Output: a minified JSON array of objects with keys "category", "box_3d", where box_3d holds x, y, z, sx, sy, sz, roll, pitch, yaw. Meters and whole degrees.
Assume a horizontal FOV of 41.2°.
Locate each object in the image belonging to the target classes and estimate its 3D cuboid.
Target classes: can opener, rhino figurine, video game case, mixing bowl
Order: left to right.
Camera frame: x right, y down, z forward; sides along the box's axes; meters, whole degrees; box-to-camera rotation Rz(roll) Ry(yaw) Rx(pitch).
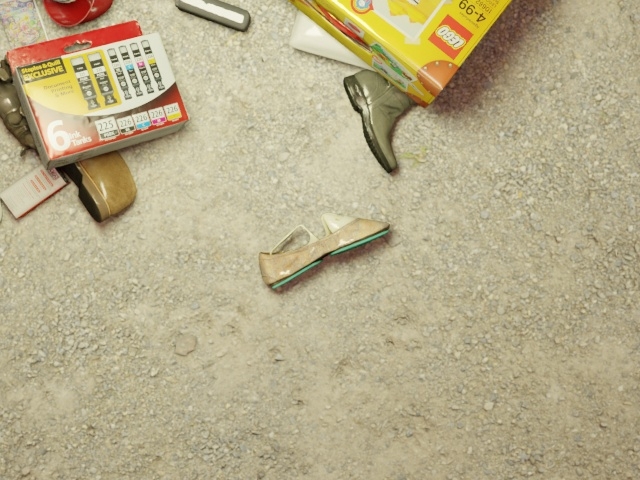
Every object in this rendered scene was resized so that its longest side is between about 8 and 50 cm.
[{"category":"rhino figurine","box_3d":[-0.669,-0.280,1.889,0.106,0.073,0.243,-23,96,42]},{"category":"video game case","box_3d":[-0.666,-0.484,1.907,0.087,0.011,0.122,-17,96,1]},{"category":"mixing bowl","box_3d":[-0.510,-0.550,1.843,0.181,0.098,0.181,5,98,34]},{"category":"can opener","box_3d":[-0.283,-0.550,1.875,0.283,0.076,0.095,19,96,-4]}]

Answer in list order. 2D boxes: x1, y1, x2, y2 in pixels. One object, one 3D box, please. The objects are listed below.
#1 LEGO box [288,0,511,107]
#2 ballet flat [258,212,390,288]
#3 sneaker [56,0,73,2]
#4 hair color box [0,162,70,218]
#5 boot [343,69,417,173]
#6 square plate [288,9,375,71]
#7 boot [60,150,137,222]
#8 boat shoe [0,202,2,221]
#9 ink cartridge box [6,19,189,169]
[{"category":"LEGO box","box_3d":[0.146,-0.582,1.750,0.500,0.193,0.372,38,86,-1]},{"category":"ballet flat","box_3d":[0.000,0.000,1.929,0.316,0.107,0.106,-26,89,1]},{"category":"sneaker","box_3d":[-0.619,-0.569,1.765,0.330,0.147,0.130,12,104,30]},{"category":"hair color box","box_3d":[-0.648,-0.118,1.932,0.141,0.043,0.072,-34,95,3]},{"category":"boot","box_3d":[0.166,-0.289,1.910,0.161,0.083,0.246,-23,95,-2]},{"category":"square plate","box_3d":[0.140,-0.546,1.870,0.344,0.049,0.347,16,87,-2]},{"category":"boot","box_3d":[-0.526,-0.195,1.915,0.115,0.112,0.305,-32,91,-28]},{"category":"boat shoe","box_3d":[-0.799,-0.159,1.865,0.118,0.103,0.320,-6,109,15]},{"category":"ink cartridge box","box_3d":[-0.478,-0.329,1.814,0.309,0.130,0.272,-21,93,-22]}]
